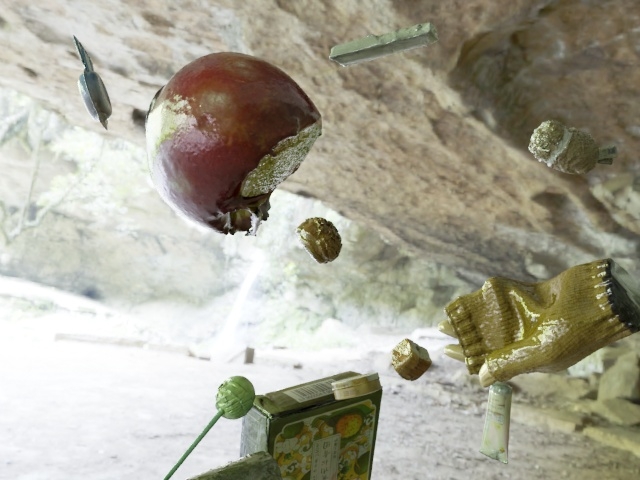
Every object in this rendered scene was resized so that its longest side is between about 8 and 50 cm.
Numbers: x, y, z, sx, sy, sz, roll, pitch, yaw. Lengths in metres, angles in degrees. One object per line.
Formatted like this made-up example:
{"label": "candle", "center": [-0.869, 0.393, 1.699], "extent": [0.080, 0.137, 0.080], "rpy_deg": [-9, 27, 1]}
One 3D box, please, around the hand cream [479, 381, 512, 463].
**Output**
{"label": "hand cream", "center": [0.321, 0.330, 1.175], "extent": [0.061, 0.143, 0.039], "rpy_deg": [9, 6, 44]}

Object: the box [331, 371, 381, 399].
{"label": "box", "center": [0.077, 0.308, 1.363], "extent": [0.106, 0.037, 0.105], "rpy_deg": [-14, -8, -2]}

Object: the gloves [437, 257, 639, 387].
{"label": "gloves", "center": [0.378, 0.154, 1.132], "extent": [0.357, 0.203, 0.155], "rpy_deg": [-19, -47, 28]}

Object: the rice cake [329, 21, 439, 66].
{"label": "rice cake", "center": [0.145, -0.458, 1.502], "extent": [0.256, 0.052, 0.057], "rpy_deg": [-7, 1, 27]}

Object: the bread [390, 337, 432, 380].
{"label": "bread", "center": [0.219, 0.288, 1.556], "extent": [0.083, 0.070, 0.076], "rpy_deg": [32, 27, -28]}

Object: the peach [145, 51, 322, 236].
{"label": "peach", "center": [-0.185, -0.191, 1.261], "extent": [0.310, 0.335, 0.406], "rpy_deg": [35, -6, 0]}

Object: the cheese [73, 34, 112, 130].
{"label": "cheese", "center": [-0.572, -0.388, 1.616], "extent": [0.052, 0.244, 0.135], "rpy_deg": [-19, -17, -5]}

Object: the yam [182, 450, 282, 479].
{"label": "yam", "center": [-0.204, 0.534, 1.293], "extent": [0.268, 0.161, 0.161], "rpy_deg": [-3, 7, -45]}

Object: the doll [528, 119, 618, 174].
{"label": "doll", "center": [0.610, -0.216, 1.565], "extent": [0.221, 0.115, 0.105], "rpy_deg": [17, -42, -15]}

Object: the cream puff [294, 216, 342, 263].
{"label": "cream puff", "center": [0.001, -0.004, 1.700], "extent": [0.126, 0.103, 0.144], "rpy_deg": [50, 1, -28]}

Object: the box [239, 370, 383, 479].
{"label": "box", "center": [-0.030, 0.579, 1.689], "extent": [0.373, 0.420, 0.138], "rpy_deg": [-5, 17, -39]}

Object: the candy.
{"label": "candy", "center": [-0.257, 0.419, 1.352], "extent": [0.093, 0.335, 0.092], "rpy_deg": [15, -41, 37]}
